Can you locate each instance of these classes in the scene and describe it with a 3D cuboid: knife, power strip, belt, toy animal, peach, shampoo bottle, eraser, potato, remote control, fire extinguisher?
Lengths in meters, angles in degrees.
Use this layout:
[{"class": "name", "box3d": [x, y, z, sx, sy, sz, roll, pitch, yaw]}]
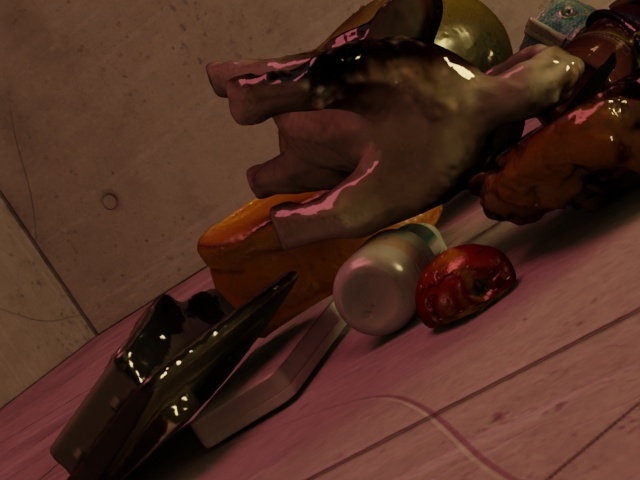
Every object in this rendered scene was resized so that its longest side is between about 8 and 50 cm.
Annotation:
[{"class": "knife", "box3d": [0.214, -0.096, 1.331, 0.060, 0.028, 0.230, -34, -16, -42]}, {"class": "power strip", "box3d": [-0.155, 0.135, 1.296, 0.257, 0.092, 0.251, -51, -1, 35]}, {"class": "belt", "box3d": [0.316, -0.242, 1.881, 0.147, 0.082, 0.163, -38, -30, -33]}, {"class": "toy animal", "box3d": [0.067, -0.127, 1.341, 0.302, 0.194, 0.344, -19, 17, -4]}, {"class": "peach", "box3d": [0.104, 0.031, 1.097, 0.077, 0.050, 0.083, -33, 0, -14]}, {"class": "shampoo bottle", "box3d": [0.067, 0.023, 1.264, 0.074, 0.074, 0.192, -32, 5, 23]}, {"class": "eraser", "box3d": [0.254, -0.116, 1.748, 0.099, 0.027, 0.019, -35, 3, -5]}, {"class": "potato", "box3d": [0.097, -0.174, 1.760, 0.359, 0.270, 0.219, -20, 10, -42]}, {"class": "remote control", "box3d": [-0.039, 0.113, 1.318, 0.103, 0.034, 0.250, -33, 5, 19]}, {"class": "fire extinguisher", "box3d": [0.353, -0.213, 1.687, 0.141, 0.105, 0.341, 11, 26, 24]}]

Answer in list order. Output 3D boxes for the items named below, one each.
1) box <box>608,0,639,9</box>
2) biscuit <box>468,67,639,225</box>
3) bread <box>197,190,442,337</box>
[{"class": "box", "box3d": [0.477, -0.318, 1.921, 0.144, 0.090, 0.201, -33, 5, 4]}, {"class": "biscuit", "box3d": [0.275, -0.106, 1.152, 0.334, 0.081, 0.289, -32, 1, -31]}, {"class": "bread", "box3d": [0.000, 0.000, 1.551, 0.269, 0.143, 0.195, -31, 15, -13]}]
